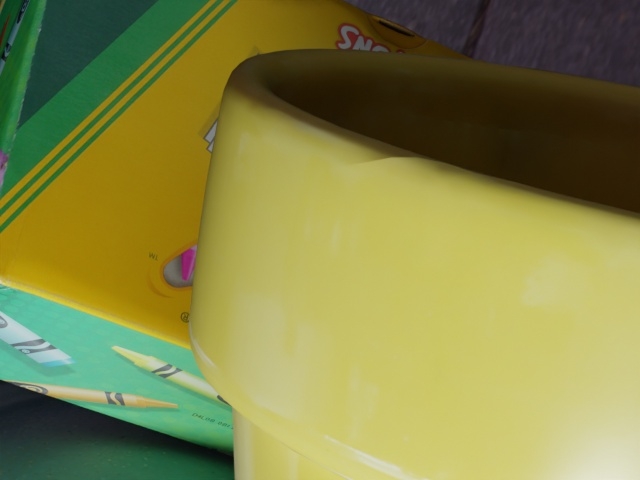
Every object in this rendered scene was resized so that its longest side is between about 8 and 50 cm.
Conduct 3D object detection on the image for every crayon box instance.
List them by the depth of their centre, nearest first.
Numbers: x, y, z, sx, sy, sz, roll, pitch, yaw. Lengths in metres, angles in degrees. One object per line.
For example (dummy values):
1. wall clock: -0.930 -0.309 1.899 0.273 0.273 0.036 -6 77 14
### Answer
1. crayon box: 0.000 0.000 0.697 0.081 0.278 0.165 -36 39 53

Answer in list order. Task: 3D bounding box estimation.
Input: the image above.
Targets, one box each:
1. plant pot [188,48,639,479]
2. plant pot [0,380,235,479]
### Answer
1. plant pot: 0.079 0.086 0.530 0.254 0.254 0.239 -137 55 -66
2. plant pot: -0.057 0.204 0.696 0.196 0.293 0.293 0 68 37
